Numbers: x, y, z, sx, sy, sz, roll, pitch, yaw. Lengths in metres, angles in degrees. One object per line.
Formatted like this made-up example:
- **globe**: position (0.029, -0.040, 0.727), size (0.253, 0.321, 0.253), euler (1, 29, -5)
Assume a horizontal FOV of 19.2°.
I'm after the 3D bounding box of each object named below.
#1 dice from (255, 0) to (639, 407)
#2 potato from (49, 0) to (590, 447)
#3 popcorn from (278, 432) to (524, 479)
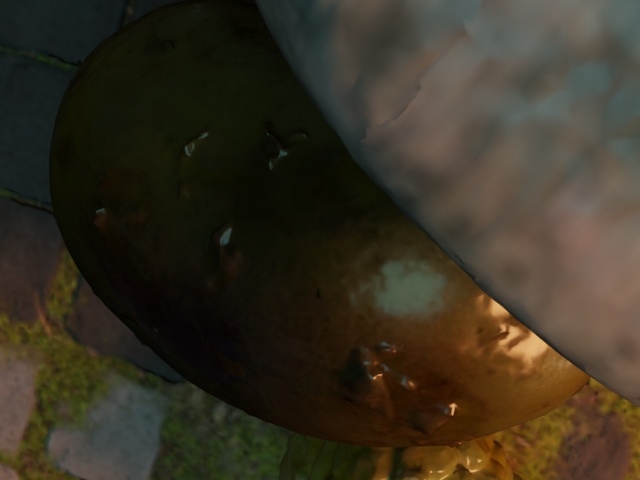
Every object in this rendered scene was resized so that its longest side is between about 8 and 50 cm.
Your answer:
- **dice**: position (0.195, -0.147, 0.734), size (0.330, 0.328, 0.348), euler (44, 115, -2)
- **potato**: position (0.000, 0.000, 0.901), size (0.307, 0.173, 0.210), euler (23, 141, 41)
- **popcorn**: position (0.035, 0.139, 0.998), size (0.141, 0.162, 0.135), euler (57, 158, 31)
